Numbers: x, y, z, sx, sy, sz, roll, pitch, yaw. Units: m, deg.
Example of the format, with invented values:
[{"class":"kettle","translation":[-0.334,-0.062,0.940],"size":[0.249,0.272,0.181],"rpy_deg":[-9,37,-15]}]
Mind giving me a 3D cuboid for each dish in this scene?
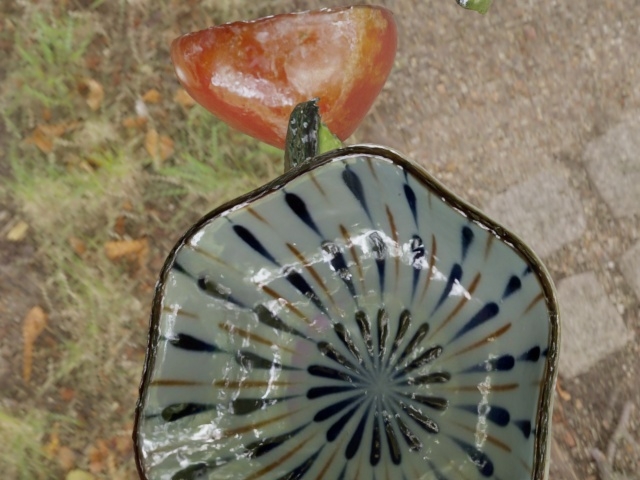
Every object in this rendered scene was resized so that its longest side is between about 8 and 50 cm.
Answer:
[{"class":"dish","translation":[0.017,0.060,0.512],"size":[0.191,0.066,0.190],"rpy_deg":[-5,79,25]}]

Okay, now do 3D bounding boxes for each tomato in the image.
[{"class":"tomato","translation":[-0.028,-0.159,1.270],"size":[0.233,0.200,0.139],"rpy_deg":[-12,91,-9]}]

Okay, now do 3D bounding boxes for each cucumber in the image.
[{"class":"cucumber","translation":[0.000,0.000,0.934],"size":[0.046,0.070,0.220],"rpy_deg":[16,107,42]}]

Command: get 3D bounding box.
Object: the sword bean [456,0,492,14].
[{"class":"sword bean","translation":[0.137,-0.249,0.732],"size":[0.043,0.269,0.038],"rpy_deg":[38,43,12]}]
